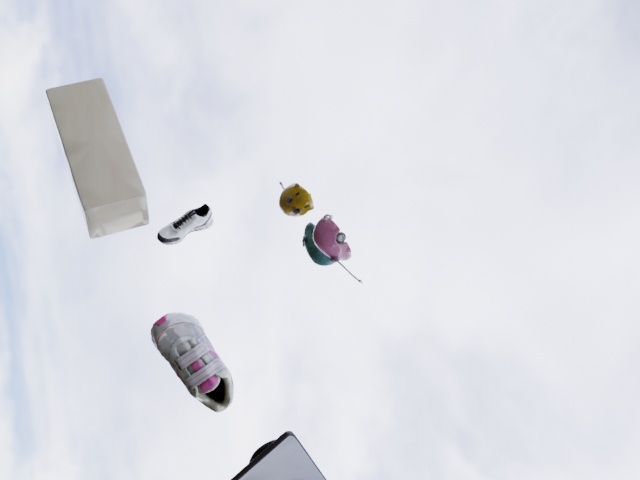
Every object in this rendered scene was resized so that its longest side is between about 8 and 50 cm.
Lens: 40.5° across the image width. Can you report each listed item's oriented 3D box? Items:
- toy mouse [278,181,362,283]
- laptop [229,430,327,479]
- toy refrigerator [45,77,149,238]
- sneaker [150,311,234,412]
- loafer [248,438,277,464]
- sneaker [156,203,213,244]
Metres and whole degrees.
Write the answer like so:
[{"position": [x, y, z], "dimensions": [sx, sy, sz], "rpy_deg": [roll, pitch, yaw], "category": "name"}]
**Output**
[{"position": [0.000, 0.000, 1.004], "dimensions": [0.143, 0.031, 0.161], "rpy_deg": [57, -12, -14], "category": "toy mouse"}, {"position": [-0.052, 0.585, 1.315], "dimensions": [0.236, 0.382, 0.408], "rpy_deg": [32, -23, 51], "category": "laptop"}, {"position": [-0.375, -0.139, 1.456], "dimensions": [0.094, 0.102, 0.270], "rpy_deg": [99, -31, -54], "category": "toy refrigerator"}, {"position": [-0.241, 0.246, 1.729], "dimensions": [0.252, 0.103, 0.111], "rpy_deg": [55, -7, -31], "category": "sneaker"}, {"position": [-0.093, 0.437, 1.604], "dimensions": [0.080, 0.078, 0.220], "rpy_deg": [49, -54, 24], "category": "loafer"}, {"position": [-0.229, -0.030, 1.461], "dimensions": [0.040, 0.109, 0.044], "rpy_deg": [45, -34, 24], "category": "sneaker"}]
